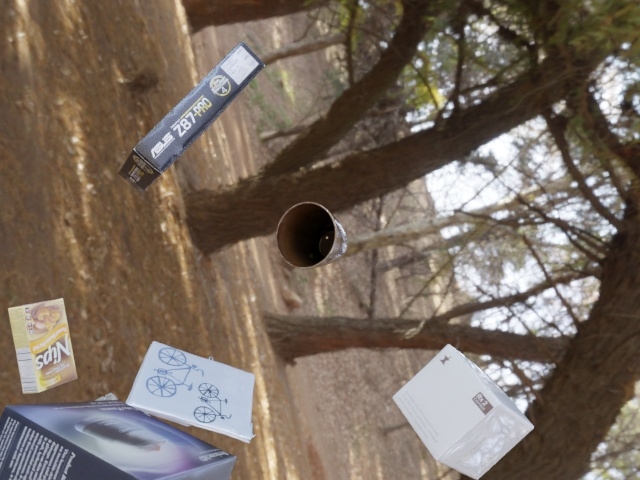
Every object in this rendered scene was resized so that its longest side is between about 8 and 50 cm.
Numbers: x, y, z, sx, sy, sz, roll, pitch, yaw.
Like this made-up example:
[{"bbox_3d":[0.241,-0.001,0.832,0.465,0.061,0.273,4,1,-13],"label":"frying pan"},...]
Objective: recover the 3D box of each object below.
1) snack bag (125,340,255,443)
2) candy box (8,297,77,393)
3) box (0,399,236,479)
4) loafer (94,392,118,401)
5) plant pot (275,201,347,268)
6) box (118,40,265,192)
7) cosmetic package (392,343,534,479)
[{"bbox_3d":[-0.343,0.416,1.636,0.323,0.342,0.037,-103,-145,-70],"label":"snack bag"},{"bbox_3d":[-1.024,0.384,2.169,0.183,0.087,0.316,-10,89,-66],"label":"candy box"},{"bbox_3d":[-0.350,0.407,0.995,0.182,0.294,0.296,-70,159,-6],"label":"box"},{"bbox_3d":[-0.492,0.453,1.370,0.111,0.112,0.319,67,-14,-11],"label":"loafer"},{"bbox_3d":[0.000,0.000,1.969,0.230,0.215,0.215,20,50,-63],"label":"plant pot"},{"bbox_3d":[-0.341,-0.310,1.524,0.097,0.395,0.318,43,-19,-15],"label":"box"},{"bbox_3d":[0.263,0.318,1.083,0.184,0.151,0.151,38,9,-42],"label":"cosmetic package"}]
